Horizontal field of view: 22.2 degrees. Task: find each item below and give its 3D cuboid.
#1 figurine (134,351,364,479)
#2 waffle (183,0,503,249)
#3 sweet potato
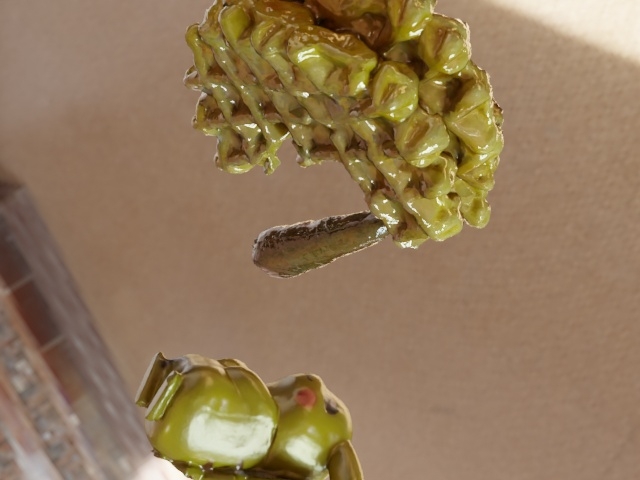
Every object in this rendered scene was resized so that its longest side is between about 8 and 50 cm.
[{"bbox_3d":[-0.077,0.250,2.135,0.218,0.327,0.169,-141,63,-73],"label":"figurine"},{"bbox_3d":[0.019,-0.134,1.533,0.324,0.151,0.261,20,141,36],"label":"waffle"},{"bbox_3d":[0.000,0.000,2.223,0.273,0.075,0.075,-16,107,46],"label":"sweet potato"}]
